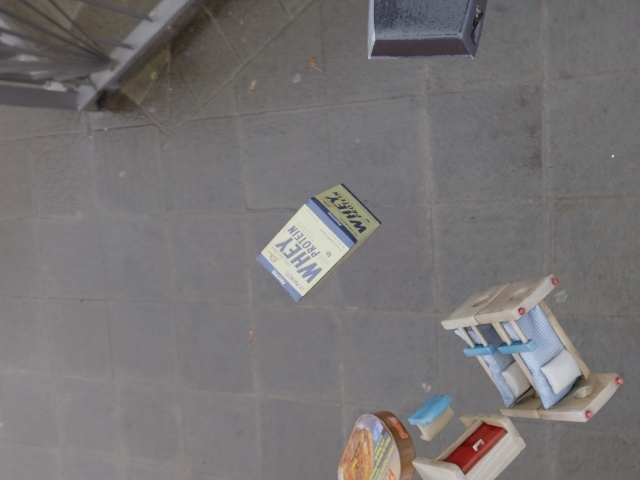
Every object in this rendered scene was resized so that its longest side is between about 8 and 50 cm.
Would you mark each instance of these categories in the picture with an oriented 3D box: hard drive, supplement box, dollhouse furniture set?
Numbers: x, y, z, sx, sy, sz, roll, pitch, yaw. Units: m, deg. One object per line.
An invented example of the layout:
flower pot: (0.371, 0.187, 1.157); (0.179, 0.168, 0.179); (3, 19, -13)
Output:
hard drive: (0.153, -0.386, 0.905); (0.172, 0.054, 0.254); (6, 81, 18)
supplement box: (0.000, 0.000, 0.589); (0.056, 0.083, 0.083); (46, 116, 5)
dollhouse furniture set: (0.170, 0.143, 0.628); (0.129, 0.184, 0.129); (56, 155, -2)

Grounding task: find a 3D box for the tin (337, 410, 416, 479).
tin: (0.078, 0.323, 0.892); (0.106, 0.040, 0.189); (54, 137, 44)
